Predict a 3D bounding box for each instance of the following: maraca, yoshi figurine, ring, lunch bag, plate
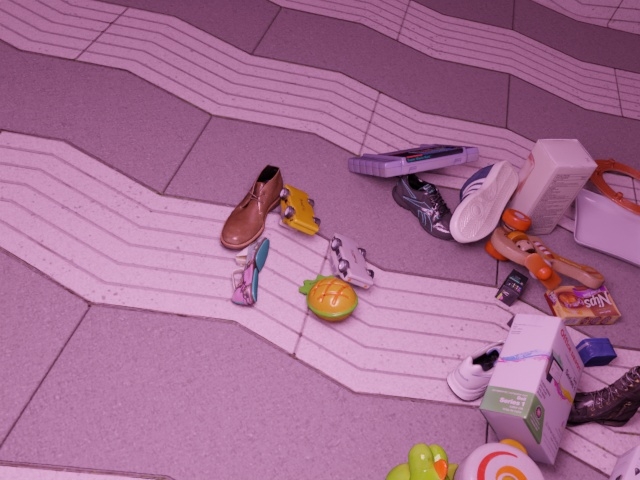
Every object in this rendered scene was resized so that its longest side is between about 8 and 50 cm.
[{"bbox_3d":[0.020,0.141,1.553,0.127,0.099,0.186,-17,33,-23],"label":"maraca"},{"bbox_3d":[0.200,0.597,1.198,0.203,0.203,0.361,-11,59,27],"label":"yoshi figurine"},{"bbox_3d":[1.117,-0.194,2.160,0.337,0.032,0.336,12,40,-10],"label":"ring"},{"bbox_3d":[0.749,0.299,1.641,0.099,0.067,0.065,1,51,-16],"label":"lunch bag"},{"bbox_3d":[0.966,-0.034,2.002,0.278,0.045,0.277,21,49,2],"label":"plate"}]

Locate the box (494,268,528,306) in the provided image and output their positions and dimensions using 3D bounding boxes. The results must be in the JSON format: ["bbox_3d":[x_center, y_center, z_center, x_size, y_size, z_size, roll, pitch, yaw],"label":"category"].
[{"bbox_3d":[0.547,0.135,1.726,0.052,0.062,0.083,34,50,12],"label":"box"}]

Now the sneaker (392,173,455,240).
[{"bbox_3d":[0.333,-0.104,1.843,0.267,0.106,0.101,40,50,17],"label":"sneaker"}]

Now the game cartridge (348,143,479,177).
[{"bbox_3d":[0.296,-0.261,1.914,0.355,0.068,0.230,-13,12,-26],"label":"game cartridge"}]

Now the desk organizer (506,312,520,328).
[{"bbox_3d":[0.579,0.253,1.646,0.050,0.047,0.130,-24,60,-34],"label":"desk organizer"}]

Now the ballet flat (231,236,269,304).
[{"bbox_3d":[-0.189,0.074,1.571,0.079,0.076,0.221,0,48,10],"label":"ballet flat"}]

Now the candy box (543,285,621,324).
[{"bbox_3d":[0.758,0.188,1.749,0.187,0.053,0.109,0,50,-13],"label":"candy box"}]

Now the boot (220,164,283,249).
[{"bbox_3d":[-0.190,-0.100,1.674,0.112,0.115,0.305,19,47,11],"label":"boot"}]

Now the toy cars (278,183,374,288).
[{"bbox_3d":[0.000,0.000,1.665,0.394,0.087,0.176,45,27,16],"label":"toy cars"}]

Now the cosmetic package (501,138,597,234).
[{"bbox_3d":[0.690,-0.160,1.861,0.153,0.296,0.129,-2,50,-18],"label":"cosmetic package"}]

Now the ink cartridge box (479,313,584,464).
[{"bbox_3d":[0.500,0.339,1.408,0.117,0.201,0.278,-1,45,44],"label":"ink cartridge box"}]

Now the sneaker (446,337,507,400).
[{"bbox_3d":[0.457,0.302,1.515,0.297,0.129,0.111,-20,55,-31],"label":"sneaker"}]

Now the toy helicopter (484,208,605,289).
[{"bbox_3d":[0.659,0.060,1.736,0.355,0.140,0.235,22,26,-4],"label":"toy helicopter"}]

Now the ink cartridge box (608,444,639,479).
[{"bbox_3d":[0.730,0.604,1.358,0.160,0.092,0.219,37,50,16],"label":"ink cartridge box"}]

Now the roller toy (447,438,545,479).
[{"bbox_3d":[0.377,0.537,1.279,0.210,0.146,0.191,-9,54,-23],"label":"roller toy"}]

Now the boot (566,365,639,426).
[{"bbox_3d":[0.705,0.366,1.463,0.263,0.229,0.091,6,49,-11],"label":"boot"}]

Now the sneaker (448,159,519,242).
[{"bbox_3d":[0.464,-0.107,1.826,0.350,0.148,0.131,-43,107,-33],"label":"sneaker"}]
